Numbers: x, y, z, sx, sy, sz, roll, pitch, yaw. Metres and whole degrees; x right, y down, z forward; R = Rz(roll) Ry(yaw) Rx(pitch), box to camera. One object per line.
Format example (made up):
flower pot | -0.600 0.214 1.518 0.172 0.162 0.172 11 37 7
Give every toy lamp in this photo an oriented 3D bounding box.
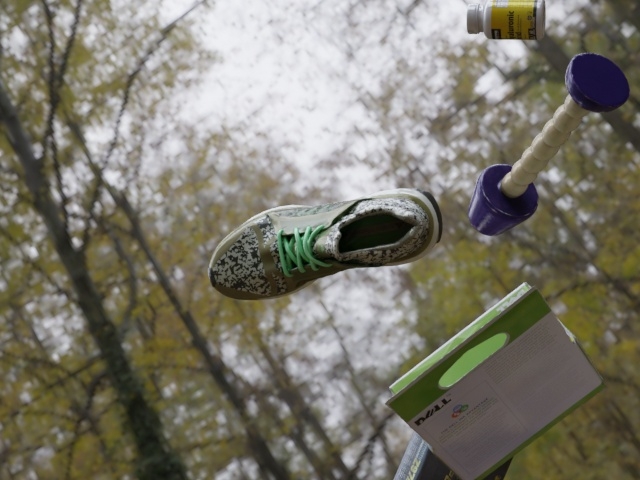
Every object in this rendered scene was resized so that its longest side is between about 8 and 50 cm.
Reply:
toy lamp | 0.241 -0.094 1.406 0.080 0.080 0.275 -17 -22 -32

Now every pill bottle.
pill bottle | 0.285 -0.341 1.962 0.116 0.065 0.065 3 -21 16

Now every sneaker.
sneaker | 0.000 0.000 2.132 0.410 0.158 0.182 -17 -1 6

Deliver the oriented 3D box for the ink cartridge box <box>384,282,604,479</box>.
ink cartridge box | 0.164 0.127 1.310 0.189 0.097 0.255 -38 -38 3

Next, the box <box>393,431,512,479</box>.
box | 0.218 0.365 2.067 0.183 0.059 0.233 19 -84 -35
